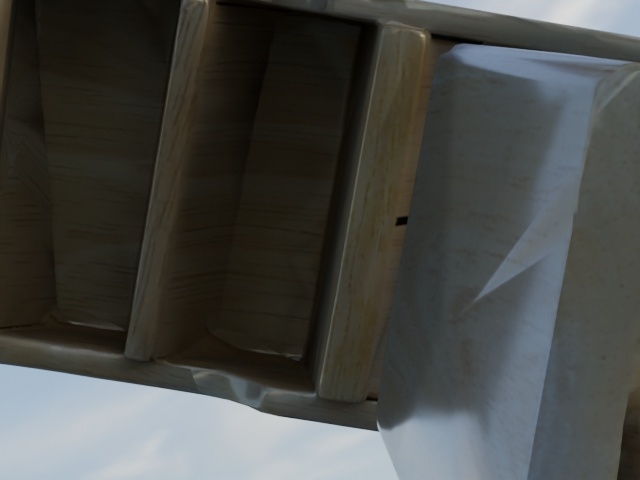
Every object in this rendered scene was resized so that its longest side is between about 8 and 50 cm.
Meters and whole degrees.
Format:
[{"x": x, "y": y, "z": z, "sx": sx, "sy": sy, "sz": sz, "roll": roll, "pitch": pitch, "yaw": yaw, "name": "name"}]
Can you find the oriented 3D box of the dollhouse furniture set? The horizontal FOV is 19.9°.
[{"x": 0.000, "y": 0.000, "z": 0.509, "sx": 0.256, "sy": 0.362, "sz": 0.394, "roll": 9, "pitch": 6, "yaw": -5, "name": "dollhouse furniture set"}]
